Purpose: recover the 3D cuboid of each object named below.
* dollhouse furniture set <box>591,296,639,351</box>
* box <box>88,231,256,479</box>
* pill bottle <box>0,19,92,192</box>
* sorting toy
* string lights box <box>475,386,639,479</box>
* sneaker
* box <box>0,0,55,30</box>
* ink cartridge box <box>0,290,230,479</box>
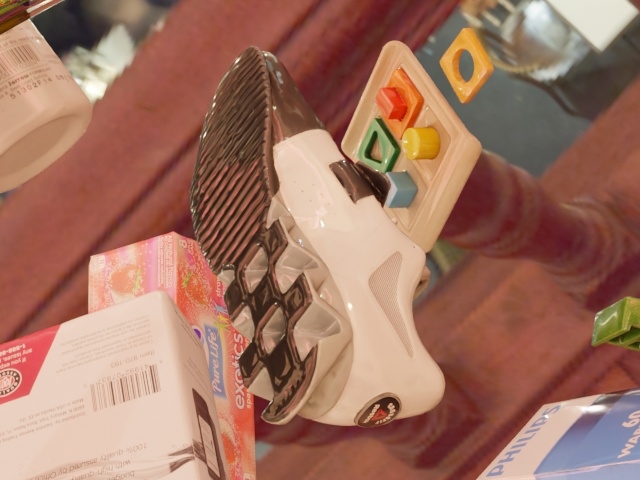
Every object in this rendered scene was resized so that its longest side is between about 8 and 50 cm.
[{"bbox_3d":[0.408,0.152,1.634,0.151,0.301,0.198,15,70,-11],"label":"dollhouse furniture set"},{"bbox_3d":[-0.179,0.160,1.848,0.142,0.154,0.300,-16,65,32],"label":"box"},{"bbox_3d":[-0.313,-0.165,1.345,0.131,0.131,0.229,-40,81,16],"label":"pill bottle"},{"bbox_3d":[0.094,-0.110,1.819,0.196,0.047,0.348,55,137,34],"label":"sorting toy"},{"bbox_3d":[0.208,0.129,0.697,0.259,0.077,0.133,-19,107,48],"label":"string lights box"},{"bbox_3d":[0.000,0.000,1.125,0.122,0.146,0.330,-50,42,39],"label":"sneaker"},{"bbox_3d":[-0.329,-0.182,1.041,0.279,0.290,0.177,-29,100,2],"label":"box"},{"bbox_3d":[-0.100,0.113,0.706,0.109,0.063,0.150,-18,56,6],"label":"ink cartridge box"}]
